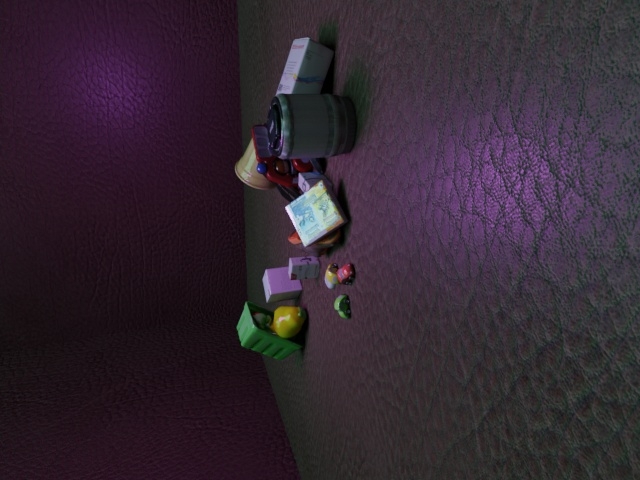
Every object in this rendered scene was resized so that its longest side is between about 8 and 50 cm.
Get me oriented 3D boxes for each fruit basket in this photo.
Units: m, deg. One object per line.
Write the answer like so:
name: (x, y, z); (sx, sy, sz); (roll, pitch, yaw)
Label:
fruit basket: (-0.236, 0.463, 2.367); (0.283, 0.391, 0.393); (-126, 34, -55)

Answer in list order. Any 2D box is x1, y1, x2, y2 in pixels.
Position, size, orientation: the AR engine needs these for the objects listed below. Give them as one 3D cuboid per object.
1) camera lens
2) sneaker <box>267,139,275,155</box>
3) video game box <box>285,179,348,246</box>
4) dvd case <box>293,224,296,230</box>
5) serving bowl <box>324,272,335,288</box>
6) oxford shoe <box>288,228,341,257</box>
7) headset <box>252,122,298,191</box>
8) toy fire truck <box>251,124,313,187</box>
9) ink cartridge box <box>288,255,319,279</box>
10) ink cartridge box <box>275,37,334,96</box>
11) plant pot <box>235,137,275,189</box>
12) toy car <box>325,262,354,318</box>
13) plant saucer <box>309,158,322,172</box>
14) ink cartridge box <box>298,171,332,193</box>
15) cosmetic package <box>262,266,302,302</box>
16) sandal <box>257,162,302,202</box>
camera lens: (-0.039, -0.400, 1.484); (0.219, 0.274, 0.220); (174, 90, -72)
sneaker: (-0.139, -0.519, 1.851); (0.319, 0.112, 0.131); (-57, 33, 4)
video game box: (-0.018, -0.103, 1.639); (0.205, 0.048, 0.187); (-34, 79, 28)
dvd case: (-0.094, -0.072, 2.160); (0.253, 0.022, 0.181); (155, 109, -71)
serving bowl: (0.037, 0.171, 1.834); (0.083, 0.027, 0.084); (173, 90, -73)
oxford shoe: (0.000, 0.000, 1.803); (0.133, 0.130, 0.363); (48, 161, -21)
headset: (-0.221, -0.409, 2.173); (0.243, 0.185, 0.395); (-138, 34, -63)
toy fire truck: (-0.176, -0.385, 1.932); (0.169, 0.253, 0.303); (137, 124, -68)
ink cartridge box: (-0.079, 0.130, 2.001); (0.056, 0.135, 0.099); (-113, 25, -48)
ink cartridge box: (-0.073, -0.619, 1.640); (0.278, 0.117, 0.201); (-69, 27, 15)
plant pot: (-0.318, -0.472, 2.379); (0.254, 0.275, 0.276); (-62, 37, 42)
toy car: (0.077, 0.202, 1.684); (0.239, 0.053, 0.225); (174, 90, -72)
plant saucer: (-0.023, -0.341, 1.781); (0.119, 0.021, 0.119); (56, -165, -23)
ink cartridge box: (-0.016, -0.222, 1.745); (0.180, 0.104, 0.060); (-124, 34, -54)
cosmetic package: (-0.216, 0.247, 2.374); (0.151, 0.183, 0.151); (117, 143, -59)
sandal: (-0.173, -0.289, 2.047); (0.303, 0.086, 0.120); (46, 157, -9)
